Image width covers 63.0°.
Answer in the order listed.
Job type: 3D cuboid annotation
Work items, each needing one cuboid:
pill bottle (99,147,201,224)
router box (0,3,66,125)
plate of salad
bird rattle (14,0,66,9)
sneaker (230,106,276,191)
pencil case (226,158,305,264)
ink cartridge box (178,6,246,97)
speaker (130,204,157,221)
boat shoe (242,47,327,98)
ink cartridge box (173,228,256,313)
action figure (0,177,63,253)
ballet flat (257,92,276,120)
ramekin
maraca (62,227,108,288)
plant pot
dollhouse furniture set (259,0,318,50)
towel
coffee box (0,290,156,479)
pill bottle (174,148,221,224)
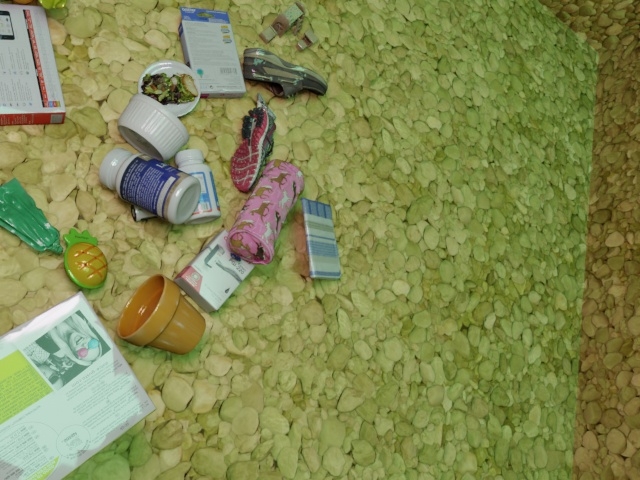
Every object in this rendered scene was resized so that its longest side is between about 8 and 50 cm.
[{"bbox_3d":[-0.500,-0.164,1.531,0.264,0.153,0.153,25,63,9],"label":"pill bottle"},{"bbox_3d":[-0.909,-0.495,1.463,0.300,0.082,0.336,-10,83,-32],"label":"router box"},{"bbox_3d":[-0.494,-0.500,1.705,0.199,0.048,0.200,2,82,-12],"label":"plate of salad"},{"bbox_3d":[-0.828,-0.734,1.489,0.206,0.253,0.143,-27,126,-23],"label":"bird rattle"},{"bbox_3d":[-0.218,-0.307,1.809,0.112,0.120,0.300,33,68,-54],"label":"sneaker"},{"bbox_3d":[-0.168,-0.098,1.699,0.160,0.167,0.386,26,48,-7],"label":"pencil case"},{"bbox_3d":[-0.383,-0.652,1.824,0.185,0.065,0.312,-10,86,-31],"label":"ink cartridge box"},{"bbox_3d":[-0.510,-0.097,1.614,0.136,0.055,0.055,-14,85,-33],"label":"speaker"},{"bbox_3d":[-0.137,-0.593,1.935,0.355,0.132,0.131,13,97,-32],"label":"boat shoe"},{"bbox_3d":[-0.327,0.096,1.652,0.158,0.092,0.218,46,58,-13],"label":"ink cartridge box"},{"bbox_3d":[-0.799,-0.046,1.426,0.232,0.063,0.137,44,58,-9],"label":"action figure"},{"bbox_3d":[-0.207,-0.482,1.901,0.041,0.041,0.114,-39,97,-32],"label":"ballet flat"},{"bbox_3d":[-0.515,-0.333,1.588,0.207,0.207,0.109,38,71,-17],"label":"ramekin"},{"bbox_3d":[-0.661,0.051,1.464,0.127,0.099,0.186,14,52,-60],"label":"maraca"},{"bbox_3d":[-0.441,0.231,1.502,0.188,0.205,0.205,41,60,-33],"label":"plant pot"},{"bbox_3d":[-0.106,-0.792,1.998,0.161,0.101,0.182,46,60,-13],"label":"dollhouse furniture set"},{"bbox_3d":[0.000,0.000,1.849,0.209,0.034,0.285,8,71,-61],"label":"towel"},{"bbox_3d":[-0.656,0.368,1.244,0.338,0.337,0.335,-34,96,-32],"label":"coffee box"},{"bbox_3d":[-0.397,-0.170,1.659,0.124,0.124,0.222,-9,82,-32],"label":"pill bottle"}]
